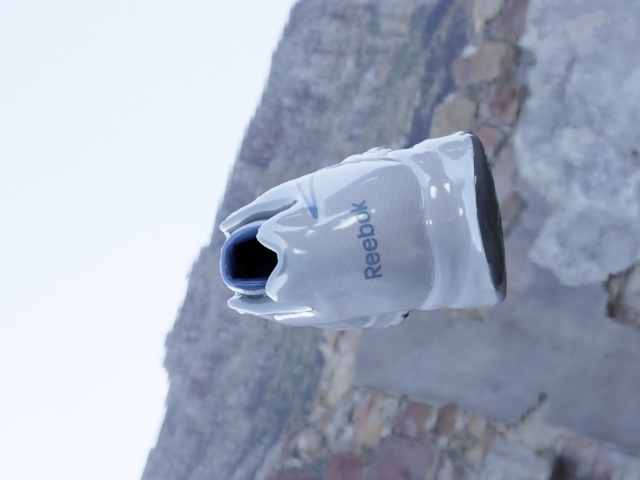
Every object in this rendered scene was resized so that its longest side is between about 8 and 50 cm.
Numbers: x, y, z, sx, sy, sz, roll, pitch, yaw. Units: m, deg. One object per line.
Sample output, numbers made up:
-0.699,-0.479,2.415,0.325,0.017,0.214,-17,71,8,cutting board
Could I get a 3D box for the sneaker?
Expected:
0.000,0.000,0.731,0.297,0.129,0.111,147,113,-76,sneaker
